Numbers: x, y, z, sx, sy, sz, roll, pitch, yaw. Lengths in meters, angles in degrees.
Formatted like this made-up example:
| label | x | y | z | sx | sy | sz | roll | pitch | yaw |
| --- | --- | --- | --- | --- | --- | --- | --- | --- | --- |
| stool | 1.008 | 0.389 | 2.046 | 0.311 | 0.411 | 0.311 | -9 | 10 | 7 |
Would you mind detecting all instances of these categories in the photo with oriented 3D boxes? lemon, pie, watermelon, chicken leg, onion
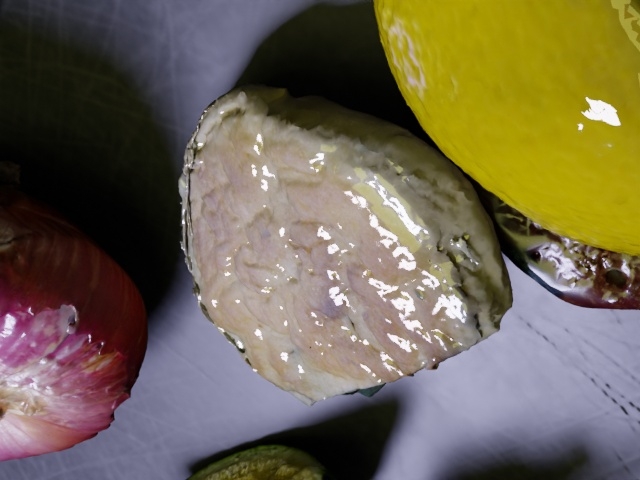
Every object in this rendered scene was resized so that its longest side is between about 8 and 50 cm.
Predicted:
| label | x | y | z | sx | sy | sz | roll | pitch | yaw |
| --- | --- | --- | --- | --- | --- | --- | --- | --- | --- |
| lemon | 0.133 | -0.108 | 0.654 | 0.240 | 0.240 | 0.219 | 58 | 155 | -13 |
| pie | -0.002 | 0.002 | 0.852 | 0.185 | 0.052 | 0.218 | 51 | 144 | -10 |
| watermelon | -0.041 | 0.183 | 0.982 | 0.181 | 0.092 | 0.075 | -29 | 117 | 26 |
| chicken leg | 0.151 | -0.013 | 0.807 | 0.253 | 0.051 | 0.106 | 29 | 120 | 3 |
| onion | -0.215 | 0.030 | 0.941 | 0.230 | 0.163 | 0.230 | -5 | 151 | -3 |
